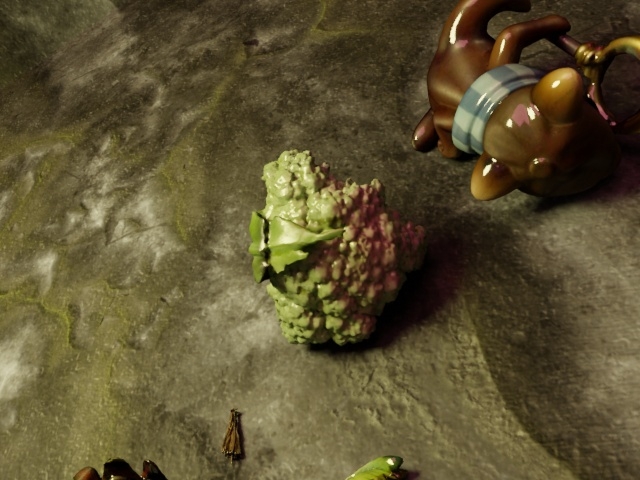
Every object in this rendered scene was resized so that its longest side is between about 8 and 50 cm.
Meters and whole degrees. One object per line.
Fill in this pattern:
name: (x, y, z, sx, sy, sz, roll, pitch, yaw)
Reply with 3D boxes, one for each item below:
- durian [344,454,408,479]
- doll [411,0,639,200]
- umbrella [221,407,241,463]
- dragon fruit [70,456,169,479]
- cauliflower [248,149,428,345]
durian: (-0.041, 0.358, 0.793, 0.132, 0.107, 0.375, 18, 57, 47)
doll: (0.282, -0.195, 1.084, 0.318, 0.209, 0.340, -56, 34, 22)
umbrella: (-0.114, 0.252, 0.995, 0.020, 0.031, 0.083, -44, 29, 37)
dragon fruit: (-0.213, 0.342, 0.846, 0.182, 0.188, 0.182, -16, 54, 22)
cauliflower: (0.000, 0.000, 1.054, 0.239, 0.256, 0.315, -38, 12, -2)
